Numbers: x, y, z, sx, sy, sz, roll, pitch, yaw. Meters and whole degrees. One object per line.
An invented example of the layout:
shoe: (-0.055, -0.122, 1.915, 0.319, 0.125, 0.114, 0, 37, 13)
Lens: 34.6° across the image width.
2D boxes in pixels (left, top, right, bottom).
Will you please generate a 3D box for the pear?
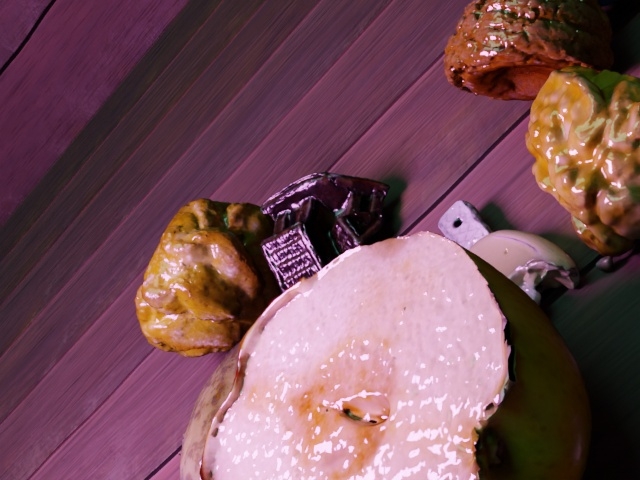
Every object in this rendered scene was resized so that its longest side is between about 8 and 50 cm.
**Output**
pear: (0.079, 0.178, 0.888, 0.386, 0.191, 0.340, 3, 68, 59)

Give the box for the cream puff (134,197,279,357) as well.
cream puff: (-0.153, 0.056, 1.420, 0.196, 0.244, 0.244, 1, 52, 17)

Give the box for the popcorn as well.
popcorn: (0.269, -0.089, 0.947, 0.163, 0.140, 0.194, -43, 30, 34)

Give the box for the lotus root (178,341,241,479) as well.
lotus root: (-0.065, 0.205, 1.157, 0.173, 0.173, 0.309, -42, 22, 26)

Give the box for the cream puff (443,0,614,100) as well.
cream puff: (0.227, -0.252, 1.125, 0.183, 0.183, 0.168, -9, 76, 56)

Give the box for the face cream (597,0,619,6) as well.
face cream: (0.323, -0.405, 1.206, 0.139, 0.067, 0.285, 158, 118, -64)

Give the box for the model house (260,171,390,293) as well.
model house: (0.005, -0.003, 1.322, 0.165, 0.106, 0.152, -30, 36, 36)

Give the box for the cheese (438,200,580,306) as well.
cheese: (0.177, 0.018, 1.072, 0.127, 0.050, 0.235, -49, 28, 15)
